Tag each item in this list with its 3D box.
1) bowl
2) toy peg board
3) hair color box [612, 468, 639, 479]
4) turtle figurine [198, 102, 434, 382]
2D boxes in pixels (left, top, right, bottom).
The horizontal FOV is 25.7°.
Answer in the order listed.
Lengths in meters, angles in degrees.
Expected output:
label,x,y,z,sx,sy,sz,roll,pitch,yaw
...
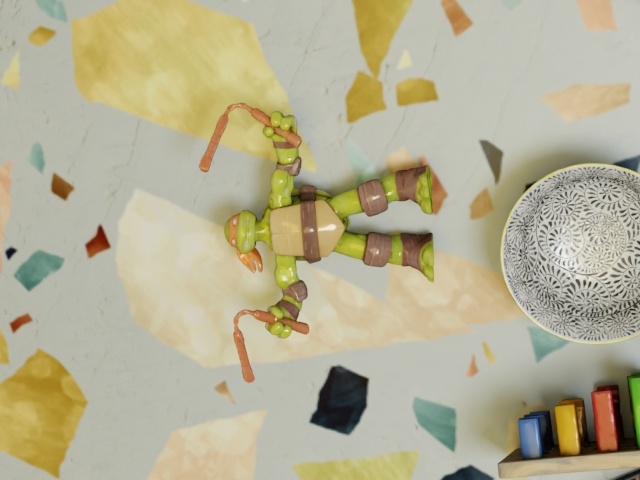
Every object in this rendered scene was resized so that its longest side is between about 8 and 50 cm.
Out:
label,x,y,z,sx,sy,sz,roll,pitch,yaw
bowl,0.254,0.004,1.301,0.170,0.080,0.170,3,104,10
toy peg board,0.251,0.169,1.311,0.160,0.161,0.079,-7,85,14
hair color box,0.454,0.254,1.309,0.347,0.105,0.174,-26,97,16
turtle figurine,0.000,0.000,1.349,0.217,0.087,0.269,-2,95,4
